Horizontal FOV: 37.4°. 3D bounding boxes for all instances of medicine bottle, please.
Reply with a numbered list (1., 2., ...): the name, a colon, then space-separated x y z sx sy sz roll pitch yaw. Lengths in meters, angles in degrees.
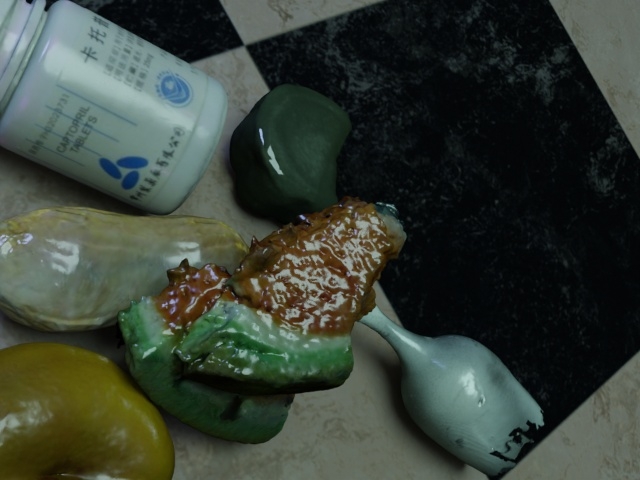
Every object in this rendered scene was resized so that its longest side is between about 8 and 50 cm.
1. medicine bottle: -0.258 -0.155 0.996 0.293 0.170 0.170 26 59 -22

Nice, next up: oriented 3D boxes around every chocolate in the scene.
1. chocolate: -0.205 0.034 0.979 0.309 0.134 0.134 6 68 -34

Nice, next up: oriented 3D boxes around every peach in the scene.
1. peach: -0.252 0.216 0.863 0.251 0.153 0.251 9 71 -26

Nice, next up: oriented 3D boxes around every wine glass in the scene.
1. wine glass: 0.126 0.153 1.155 0.321 0.143 0.143 41 53 -17

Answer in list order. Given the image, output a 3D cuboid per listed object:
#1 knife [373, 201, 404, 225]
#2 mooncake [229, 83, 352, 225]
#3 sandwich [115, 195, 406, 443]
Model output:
1. knife: 0.001 0.000 1.201 0.296 0.026 0.044 -21 96 -39
2. mooncake: -0.031 -0.103 1.173 0.168 0.104 0.175 52 49 -1
3. sandwich: -0.025 0.083 0.953 0.301 0.162 0.250 -45 140 -7
